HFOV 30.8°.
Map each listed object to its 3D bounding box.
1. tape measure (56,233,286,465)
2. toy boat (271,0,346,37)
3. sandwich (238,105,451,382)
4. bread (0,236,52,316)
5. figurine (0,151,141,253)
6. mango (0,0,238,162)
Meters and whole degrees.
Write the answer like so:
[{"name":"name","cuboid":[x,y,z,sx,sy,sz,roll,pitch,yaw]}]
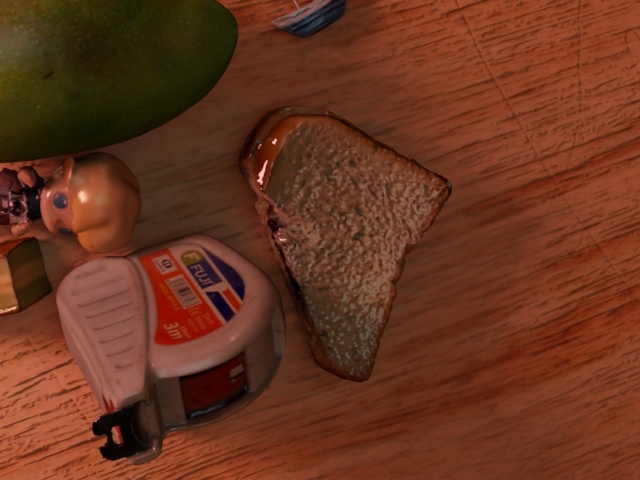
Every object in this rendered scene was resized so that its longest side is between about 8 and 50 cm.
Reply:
[{"name":"tape measure","cuboid":[-0.161,0.110,1.266,0.246,0.243,0.125,-17,128,-20]},{"name":"toy boat","cuboid":[-0.021,-0.317,1.399,0.105,0.034,0.149,-10,85,-15]},{"name":"sandwich","cuboid":[-0.002,0.000,1.385,0.254,0.100,0.288,24,87,-25]},{"name":"bread","cuboid":[-0.387,0.049,1.305,0.139,0.084,0.074,-13,100,14]},{"name":"figurine","cuboid":[-0.297,-0.045,1.282,0.196,0.108,0.114,2,107,-12]},{"name":"mango","cuboid":[-0.272,-0.196,1.219,0.382,0.201,0.225,-10,125,-18]}]
